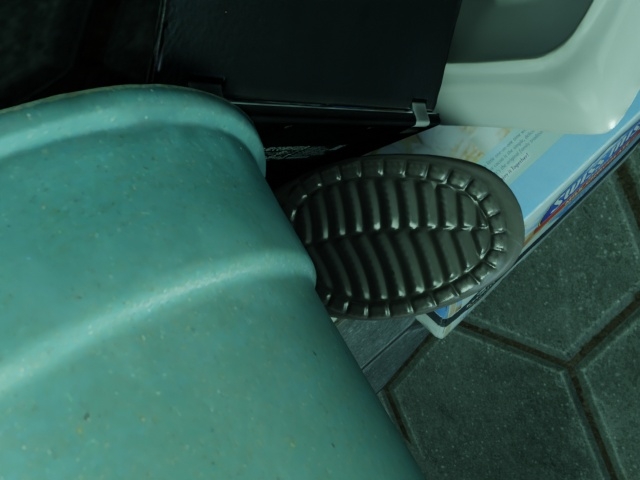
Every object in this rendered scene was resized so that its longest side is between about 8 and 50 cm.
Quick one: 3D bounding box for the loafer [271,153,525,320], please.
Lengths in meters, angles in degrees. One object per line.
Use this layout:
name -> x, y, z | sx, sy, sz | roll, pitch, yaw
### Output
loafer -> 0.000, 0.000, 0.770 | 0.366, 0.134, 0.130 | -9, -174, 24

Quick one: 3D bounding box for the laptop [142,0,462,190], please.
laptop -> -0.067, -0.168, 0.590 | 0.408, 0.236, 0.382 | -20, 176, 28

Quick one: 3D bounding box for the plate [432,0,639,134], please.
plate -> 0.190, -0.218, 0.701 | 0.277, 0.045, 0.278 | -61, -154, -4

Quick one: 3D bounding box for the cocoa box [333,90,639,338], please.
cocoa box -> 0.179, -0.106, 0.967 | 0.347, 0.231, 0.228 | -42, 164, -11

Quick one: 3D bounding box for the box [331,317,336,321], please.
box -> -0.108, 0.106, 0.994 | 0.148, 0.127, 0.232 | -49, 164, 20

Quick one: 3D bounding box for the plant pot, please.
plant pot -> -0.080, 0.168, 0.405 | 0.341, 0.334, 0.341 | -33, 165, -10
